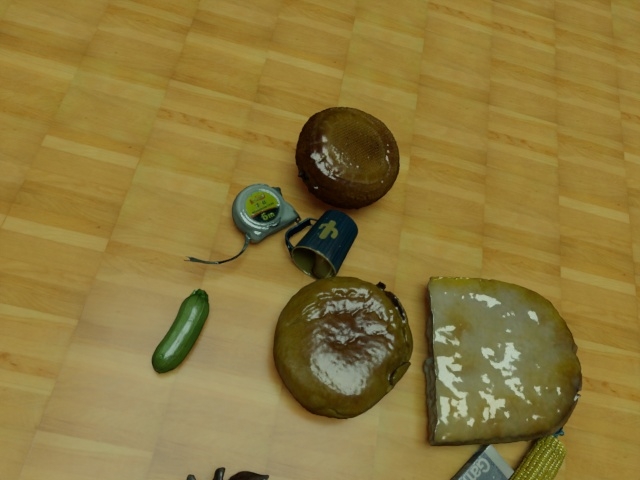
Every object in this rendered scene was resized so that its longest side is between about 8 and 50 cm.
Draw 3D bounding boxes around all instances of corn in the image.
[{"bbox_3d":[0.507,0.578,1.319,0.081,0.081,0.248,45,64,9],"label":"corn"}]

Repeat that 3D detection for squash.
[{"bbox_3d":[-0.324,0.214,1.294,0.078,0.068,0.219,8,59,26],"label":"squash"}]

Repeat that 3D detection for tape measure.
[{"bbox_3d":[-0.222,-0.035,1.416,0.331,0.084,0.164,-27,73,-26],"label":"tape measure"}]

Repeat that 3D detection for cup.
[{"bbox_3d":[0.000,0.000,1.442,0.177,0.131,0.155,26,57,17],"label":"cup"}]

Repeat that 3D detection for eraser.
[{"bbox_3d":[0.358,0.588,1.298,0.213,0.046,0.092,-36,78,-24],"label":"eraser"}]

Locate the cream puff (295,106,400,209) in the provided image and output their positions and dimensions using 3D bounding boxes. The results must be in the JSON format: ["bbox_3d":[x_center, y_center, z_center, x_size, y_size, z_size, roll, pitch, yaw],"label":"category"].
[{"bbox_3d":[0.068,-0.216,1.502,0.303,0.212,0.302,8,68,-21],"label":"cream puff"}]

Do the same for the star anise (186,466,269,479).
[{"bbox_3d":[-0.240,0.586,1.133,0.199,0.111,0.257,27,69,-17],"label":"star anise"}]

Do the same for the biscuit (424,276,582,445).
[{"bbox_3d":[0.458,0.297,1.419,0.447,0.104,0.428,0,63,-10],"label":"biscuit"}]

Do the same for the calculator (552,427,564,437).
[{"bbox_3d":[0.597,0.444,1.434,0.094,0.019,0.141,-6,69,-15],"label":"calculator"}]

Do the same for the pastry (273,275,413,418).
[{"bbox_3d":[0.055,0.249,1.317,0.357,0.164,0.355,4,68,-10],"label":"pastry"}]
